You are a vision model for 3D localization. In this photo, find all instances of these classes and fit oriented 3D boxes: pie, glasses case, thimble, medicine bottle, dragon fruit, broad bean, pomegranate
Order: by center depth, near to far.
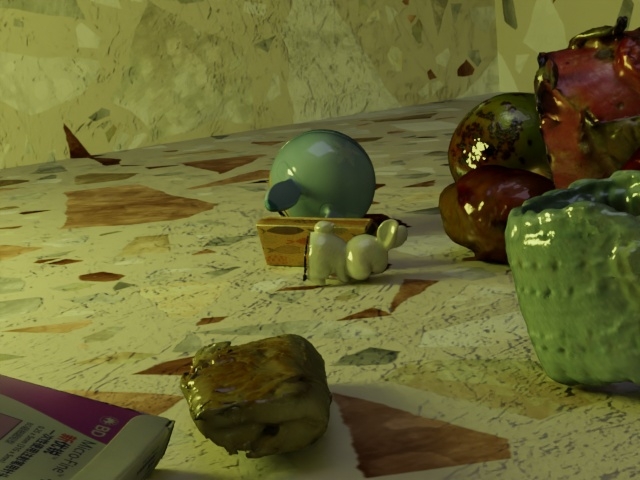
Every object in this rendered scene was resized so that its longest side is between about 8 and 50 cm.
[{"bbox_3d":[-0.220,0.164,1.025,0.171,0.052,0.201,13,14,9],"label":"medicine bottle"},{"bbox_3d":[-0.055,0.126,1.191,0.128,0.068,0.282,-4,10,-3],"label":"pie"},{"bbox_3d":[0.276,0.026,1.240,0.204,0.172,0.250,-15,9,6],"label":"thimble"},{"bbox_3d":[0.429,-0.128,1.694,0.263,0.296,0.314,-10,-2,24],"label":"dragon fruit"},{"bbox_3d":[0.240,-0.037,1.803,0.156,0.122,0.228,-10,15,-14],"label":"broad bean"},{"bbox_3d":[0.000,0.000,1.836,0.170,0.065,0.041,2,30,32],"label":"glasses case"},{"bbox_3d":[0.293,-0.098,2.033,0.198,0.246,0.198,-14,-25,-7],"label":"pomegranate"}]

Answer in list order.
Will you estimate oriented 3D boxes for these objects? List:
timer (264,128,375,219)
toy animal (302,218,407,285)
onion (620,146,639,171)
[{"bbox_3d":[-0.014,-0.053,2.014,0.175,0.175,0.255,1,41,26],"label":"timer"},{"bbox_3d":[0.042,0.017,1.734,0.124,0.085,0.071,3,-6,9],"label":"toy animal"},{"bbox_3d":[0.460,-0.045,1.437,0.314,0.232,0.314,1,27,-1],"label":"onion"}]
